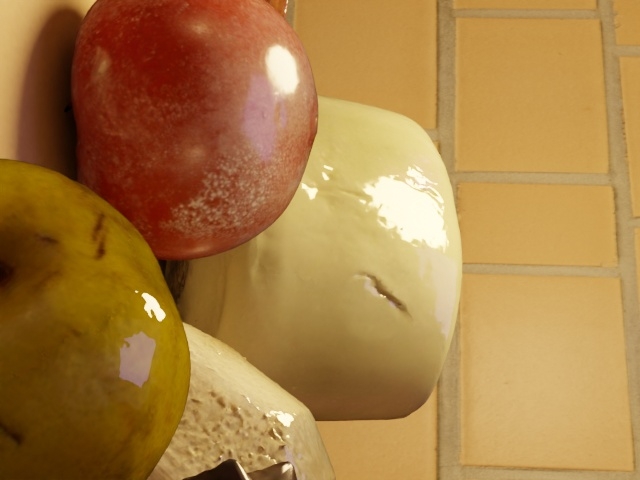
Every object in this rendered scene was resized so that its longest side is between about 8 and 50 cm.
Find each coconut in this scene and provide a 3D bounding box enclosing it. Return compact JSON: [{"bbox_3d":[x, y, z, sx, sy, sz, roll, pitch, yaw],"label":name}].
[{"bbox_3d":[-0.130,0.191,0.707,0.245,0.247,0.245,-57,168,-19],"label":"coconut"}]

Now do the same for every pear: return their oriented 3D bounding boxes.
[{"bbox_3d":[-0.160,0.057,0.433,0.200,0.200,0.200,1,90,-87],"label":"pear"}]

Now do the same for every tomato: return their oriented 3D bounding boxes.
[{"bbox_3d":[-0.115,-0.117,0.851,0.270,0.227,0.270,0,90,-90],"label":"tomato"}]

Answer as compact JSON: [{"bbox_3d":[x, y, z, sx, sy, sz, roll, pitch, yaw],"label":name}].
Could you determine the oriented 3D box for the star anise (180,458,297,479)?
[{"bbox_3d":[-0.120,0.204,0.351,0.117,0.331,0.332,49,-2,7],"label":"star anise"}]

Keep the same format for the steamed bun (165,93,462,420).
[{"bbox_3d":[0.000,0.000,1.190,0.290,0.371,0.456,127,-37,-57],"label":"steamed bun"}]

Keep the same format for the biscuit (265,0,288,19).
[{"bbox_3d":[-0.111,-0.200,1.062,0.306,0.043,0.284,-48,-138,39],"label":"biscuit"}]
